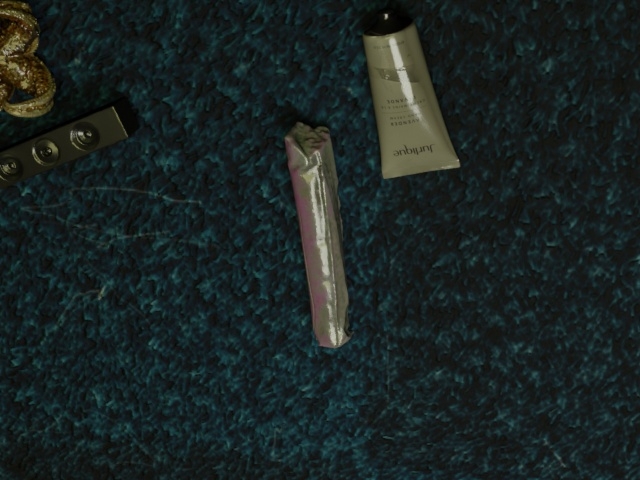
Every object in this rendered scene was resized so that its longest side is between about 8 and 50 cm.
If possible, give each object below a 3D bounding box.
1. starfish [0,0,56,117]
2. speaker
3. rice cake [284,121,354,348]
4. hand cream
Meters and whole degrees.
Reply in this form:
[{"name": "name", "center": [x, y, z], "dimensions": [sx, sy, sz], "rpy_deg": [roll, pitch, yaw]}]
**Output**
[{"name": "starfish", "center": [-0.369, -0.207, 1.073], "dimensions": [0.146, 0.074, 0.190], "rpy_deg": [-8, 111, 9]}, {"name": "speaker", "center": [-0.296, -0.105, 1.122], "dimensions": [0.191, 0.046, 0.040], "rpy_deg": [-20, 107, 16]}, {"name": "rice cake", "center": [0.001, 0.000, 1.122], "dimensions": [0.049, 0.055, 0.270], "rpy_deg": [-2, 114, 13]}, {"name": "hand cream", "center": [0.087, -0.153, 1.054], "dimensions": [0.087, 0.054, 0.186], "rpy_deg": [-9, 117, 15]}]
